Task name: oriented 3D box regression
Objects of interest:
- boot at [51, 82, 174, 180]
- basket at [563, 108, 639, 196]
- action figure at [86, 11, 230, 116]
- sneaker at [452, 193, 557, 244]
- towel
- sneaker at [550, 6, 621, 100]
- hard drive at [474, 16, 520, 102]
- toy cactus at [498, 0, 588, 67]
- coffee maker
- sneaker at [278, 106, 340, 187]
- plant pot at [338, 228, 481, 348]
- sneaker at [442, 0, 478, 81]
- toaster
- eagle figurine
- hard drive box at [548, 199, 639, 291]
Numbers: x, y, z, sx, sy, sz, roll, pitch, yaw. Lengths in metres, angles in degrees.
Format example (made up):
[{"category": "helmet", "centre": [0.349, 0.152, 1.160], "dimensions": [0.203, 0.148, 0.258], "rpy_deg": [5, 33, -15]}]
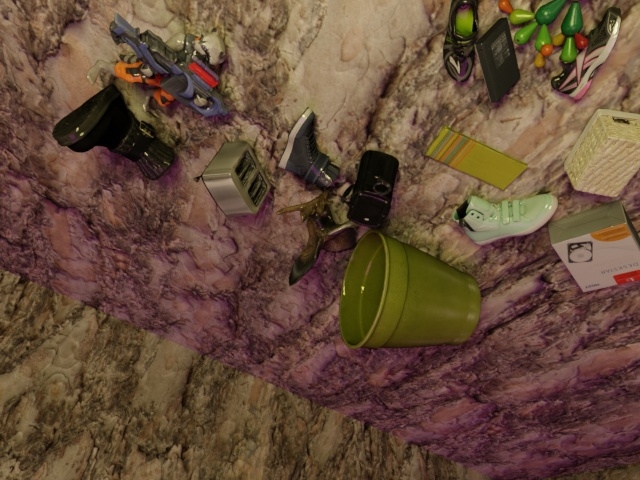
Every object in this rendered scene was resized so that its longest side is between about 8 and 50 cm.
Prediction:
[{"category": "boot", "centre": [-0.518, -0.252, 1.175], "dimensions": [0.131, 0.348, 0.260], "rpy_deg": [-25, 122, 12]}, {"category": "basket", "centre": [0.647, -0.193, 1.006], "dimensions": [0.113, 0.103, 0.167], "rpy_deg": [11, 138, 5]}, {"category": "action figure", "centre": [-0.376, -0.428, 1.043], "dimensions": [0.331, 0.178, 0.341], "rpy_deg": [-8, 158, 19]}, {"category": "sneaker", "centre": [0.480, -0.077, 1.191], "dimensions": [0.151, 0.094, 0.256], "rpy_deg": [33, 139, -27]}, {"category": "towel", "centre": [0.396, -0.208, 1.140], "dimensions": [0.237, 0.021, 0.102], "rpy_deg": [22, 144, -8]}, {"category": "sneaker", "centre": [0.520, -0.368, 0.885], "dimensions": [0.077, 0.072, 0.178], "rpy_deg": [21, 134, 11]}, {"category": "hard drive", "centre": [0.367, -0.368, 0.917], "dimensions": [0.022, 0.094, 0.135], "rpy_deg": [22, 153, 50]}, {"category": "toy cactus", "centre": [0.434, -0.436, 0.817], "dimensions": [0.180, 0.112, 0.219], "rpy_deg": [-39, 99, 28]}, {"category": "coffee maker", "centre": [0.150, -0.148, 1.164], "dimensions": [0.120, 0.178, 0.171], "rpy_deg": [31, 139, -19]}, {"category": "sneaker", "centre": [-0.010, -0.236, 1.180], "dimensions": [0.164, 0.086, 0.226], "rpy_deg": [31, 148, 0]}, {"category": "plant pot", "centre": [0.286, 0.183, 1.391], "dimensions": [0.353, 0.366, 0.366], "rpy_deg": [14, 140, -13]}, {"category": "sneaker", "centre": [0.284, -0.409, 0.907], "dimensions": [0.067, 0.078, 0.188], "rpy_deg": [4, 138, 15]}, {"category": "toaster", "centre": [-0.240, -0.170, 1.269], "dimensions": [0.110, 0.185, 0.168], "rpy_deg": [-2, 135, 27]}, {"category": "eagle figurine", "centre": [-0.002, -0.006, 1.377], "dimensions": [0.227, 0.225, 0.298], "rpy_deg": [-1, 126, 5]}, {"category": "hard drive box", "centre": [0.764, 0.023, 1.217], "dimensions": [0.181, 0.089, 0.232], "rpy_deg": [-24, 125, 38]}]
